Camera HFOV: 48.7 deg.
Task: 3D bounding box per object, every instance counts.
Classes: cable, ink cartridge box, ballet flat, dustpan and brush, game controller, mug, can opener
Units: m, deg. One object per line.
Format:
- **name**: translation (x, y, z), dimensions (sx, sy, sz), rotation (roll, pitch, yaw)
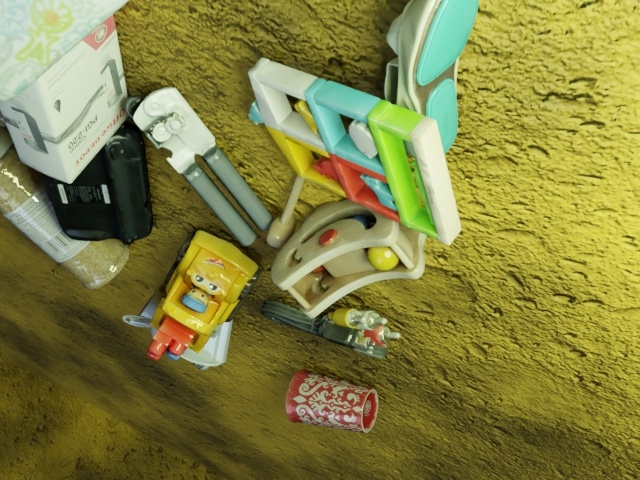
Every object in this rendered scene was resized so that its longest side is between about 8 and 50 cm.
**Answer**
- **cable**: translation (0.019, 0.147, 1.283), dimensions (0.287, 0.072, 0.139), rotation (11, 163, 47)
- **ink cartridge box**: translation (-0.342, -0.206, 0.939), dimensions (0.092, 0.158, 0.218), rotation (26, 149, 7)
- **ballet flat**: translation (0.100, -0.178, 0.713), dimensions (0.086, 0.086, 0.248), rotation (20, 148, 15)
- **dustpan and brush**: translation (-0.291, 0.173, 1.432), dimensions (0.211, 0.060, 0.147), rotation (13, 105, 6)
- **game controller**: translation (-0.372, -0.090, 1.183), dimensions (0.166, 0.067, 0.319), rotation (7, 148, -5)
- **mug**: translation (0.035, 0.335, 1.492), dimensions (0.169, 0.150, 0.113), rotation (5, 105, 27)
- **can opener**: translation (-0.170, -0.111, 1.042), dimensions (0.280, 0.074, 0.093), rotation (52, 176, -30)

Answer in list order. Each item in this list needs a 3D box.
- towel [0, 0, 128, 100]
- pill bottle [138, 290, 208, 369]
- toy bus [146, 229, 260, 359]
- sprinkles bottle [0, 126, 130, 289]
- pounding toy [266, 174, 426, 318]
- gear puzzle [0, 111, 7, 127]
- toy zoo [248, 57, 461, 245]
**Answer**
- **towel**: translation (-0.336, -0.362, 0.668), dimensions (0.320, 0.090, 0.374), rotation (-29, 116, 24)
- **pill bottle**: translation (-0.297, 0.189, 1.521), dimensions (0.184, 0.103, 0.103), rotation (36, 148, -12)
- **toy bus**: translation (-0.228, 0.116, 1.262), dimensions (0.149, 0.211, 0.220), rotation (33, 147, -3)
- **sprinkles bottle**: translation (-0.520, -0.059, 1.327), dimensions (0.121, 0.121, 0.355), rotation (-6, 134, 43)
- **pounding toy**: translation (0.000, 0.000, 0.965), dimensions (0.269, 0.154, 0.155), rotation (-9, 132, 45)
- **gear puzzle**: translation (-0.536, -0.268, 1.079), dimensions (0.339, 0.044, 0.175), rotation (32, 142, -22)
- **toy zoo**: translation (0.024, -0.112, 0.838), dimensions (0.293, 0.030, 0.192), rotation (28, 158, 34)
